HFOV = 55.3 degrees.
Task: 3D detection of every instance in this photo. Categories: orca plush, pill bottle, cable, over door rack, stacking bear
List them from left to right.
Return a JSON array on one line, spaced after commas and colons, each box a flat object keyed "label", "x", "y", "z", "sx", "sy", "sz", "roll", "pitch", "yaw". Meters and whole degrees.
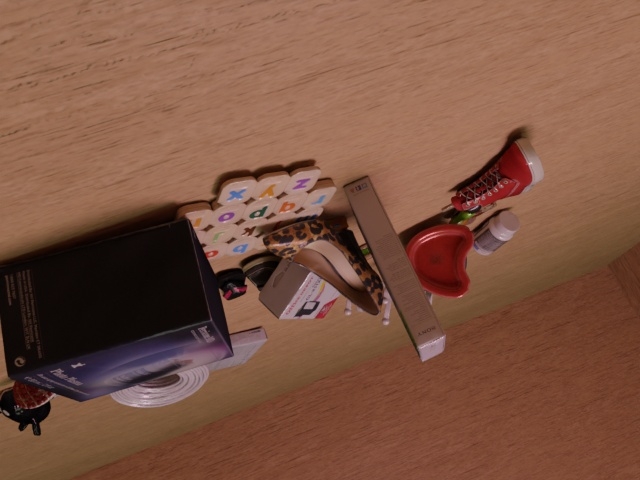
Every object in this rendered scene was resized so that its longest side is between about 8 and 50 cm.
[{"label": "orca plush", "x": -0.737, "y": 0.448, "z": 1.527, "sx": 0.151, "sy": 0.102, "sz": 0.287, "roll": -9, "pitch": 157, "yaw": -33}, {"label": "cable", "x": -0.402, "y": 0.315, "z": 1.496, "sx": 0.257, "sy": 0.089, "sz": 0.257, "roll": -22, "pitch": 143, "yaw": 7}, {"label": "over door rack", "x": 0.198, "y": 0.193, "z": 1.722, "sx": 0.239, "sy": 0.108, "sz": 0.324, "roll": 12, "pitch": 166, "yaw": 14}, {"label": "stacking bear", "x": 0.309, "y": 0.055, "z": 1.589, "sx": 0.164, "sy": 0.175, "sz": 0.289, "roll": 5, "pitch": 177, "yaw": 14}, {"label": "pill bottle", "x": 0.482, "y": -0.021, "z": 1.685, "sx": 0.078, "sy": 0.078, "sz": 0.137, "roll": -13, "pitch": 159, "yaw": -27}]

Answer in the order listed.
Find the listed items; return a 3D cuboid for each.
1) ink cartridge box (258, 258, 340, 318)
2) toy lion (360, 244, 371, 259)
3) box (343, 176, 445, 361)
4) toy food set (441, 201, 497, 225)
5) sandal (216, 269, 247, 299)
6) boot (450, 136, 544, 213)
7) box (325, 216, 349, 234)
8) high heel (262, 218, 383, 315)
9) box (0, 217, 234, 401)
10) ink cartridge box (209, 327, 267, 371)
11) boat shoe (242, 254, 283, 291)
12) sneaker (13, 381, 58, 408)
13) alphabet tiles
[{"label": "ink cartridge box", "x": -0.029, "y": 0.098, "z": 1.293, "sx": 0.127, "sy": 0.072, "sz": 0.175, "roll": -56, "pitch": 151, "yaw": 15}, {"label": "toy lion", "x": 0.094, "y": 0.043, "z": 1.502, "sx": 0.100, "sy": 0.034, "sz": 0.096, "roll": -25, "pitch": 168, "yaw": 6}, {"label": "box", "x": 0.144, "y": 0.062, "z": 1.162, "sx": 0.058, "sy": 0.322, "sz": 0.232, "roll": -23, "pitch": 161, "yaw": 3}, {"label": "toy food set", "x": 0.378, "y": -0.068, "z": 1.506, "sx": 0.132, "sy": 0.038, "sz": 0.192, "roll": -29, "pitch": 160, "yaw": 18}, {"label": "sandal", "x": -0.187, "y": 0.108, "z": 1.337, "sx": 0.067, "sy": 0.040, "sz": 0.179, "roll": -20, "pitch": 161, "yaw": -7}, {"label": "boot", "x": 0.362, "y": -0.122, "z": 1.282, "sx": 0.176, "sy": 0.088, "sz": 0.244, "roll": -23, "pitch": 164, "yaw": 5}, {"label": "box", "x": 0.000, "y": 0.000, "z": 1.283, "sx": 0.081, "sy": 0.028, "sz": 0.136, "roll": -14, "pitch": 157, "yaw": -24}, {"label": "high heel", "x": 0.016, "y": 0.058, "z": 1.139, "sx": 0.261, "sy": 0.186, "sz": 0.093, "roll": 3, "pitch": 145, "yaw": -48}, {"label": "box", "x": -0.315, "y": 0.128, "z": 1.008, "sx": 0.294, "sy": 0.183, "sz": 0.296, "roll": -16, "pitch": 160, "yaw": -7}, {"label": "ink cartridge box", "x": -0.295, "y": 0.336, "z": 1.809, "sx": 0.224, "sy": 0.045, "sz": 0.223, "roll": -9, "pitch": 156, "yaw": -32}, {"label": "boat shoe", "x": -0.098, "y": 0.090, "z": 1.338, "sx": 0.080, "sy": 0.073, "sz": 0.223, "roll": -26, "pitch": 161, "yaw": 9}, {"label": "sneaker", "x": -0.580, "y": 0.313, "z": 1.372, "sx": 0.225, "sy": 0.088, "sz": 0.093, "roll": -23, "pitch": 162, "yaw": 2}, {"label": "alphabet tiles", "x": -0.116, "y": -0.043, "z": 1.050, "sx": 0.284, "sy": 0.021, "sz": 0.278, "roll": -13, "pitch": 158, "yaw": -26}]
